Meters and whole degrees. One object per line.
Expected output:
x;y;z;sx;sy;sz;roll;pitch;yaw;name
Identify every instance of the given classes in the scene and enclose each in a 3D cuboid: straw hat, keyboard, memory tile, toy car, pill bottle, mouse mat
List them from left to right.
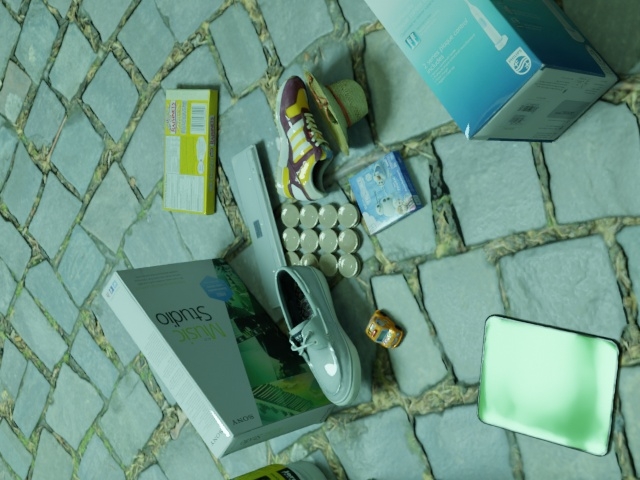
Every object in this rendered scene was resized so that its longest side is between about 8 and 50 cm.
-0.092;-0.021;1.555;0.072;0.014;0.256;-27;76;57;keyboard
-0.086;0.401;1.468;0.119;0.208;0.119;4;97;39;pill bottle
0.000;0.000;1.491;0.148;0.012;0.113;2;95;38;memory tile
0.034;-0.197;1.411;0.061;0.144;0.144;-27;73;-5;straw hat
0.062;0.151;1.436;0.122;0.040;0.060;-43;68;32;toy car
0.291;0.185;1.279;0.190;0.007;0.152;10;100;36;mouse mat

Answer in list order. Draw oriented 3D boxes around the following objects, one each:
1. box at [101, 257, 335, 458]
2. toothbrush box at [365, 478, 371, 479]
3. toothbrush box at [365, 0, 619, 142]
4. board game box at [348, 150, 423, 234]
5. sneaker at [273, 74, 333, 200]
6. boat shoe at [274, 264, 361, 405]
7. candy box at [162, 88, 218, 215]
-0.150;0.162;1.485;0.322;0.232;0.058;50;122;23;box
-0.026;0.474;1.380;0.122;0.283;0.206;48;120;25;toothbrush box
0.188;-0.267;1.188;0.126;0.216;0.295;-45;68;32;toothbrush box
0.092;-0.067;1.407;0.090;0.020;0.090;-32;74;37;board game box
-0.018;-0.151;1.465;0.084;0.069;0.185;6;104;30;sneaker
-0.014;0.135;1.428;0.079;0.081;0.227;-42;56;34;boat shoe
-0.217;-0.148;1.642;0.105;0.027;0.206;9;99;40;candy box
